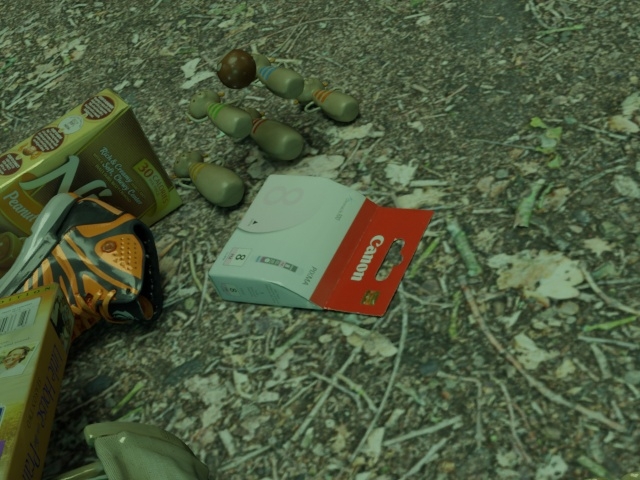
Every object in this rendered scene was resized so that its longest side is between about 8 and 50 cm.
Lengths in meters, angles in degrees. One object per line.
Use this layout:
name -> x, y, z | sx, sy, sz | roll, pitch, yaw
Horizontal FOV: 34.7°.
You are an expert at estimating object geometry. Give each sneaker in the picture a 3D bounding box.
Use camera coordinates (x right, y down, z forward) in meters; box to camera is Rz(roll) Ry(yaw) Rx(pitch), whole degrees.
sneaker -> -0.311, 0.095, 1.280 | 0.180, 0.124, 0.321 | 18, 72, 14

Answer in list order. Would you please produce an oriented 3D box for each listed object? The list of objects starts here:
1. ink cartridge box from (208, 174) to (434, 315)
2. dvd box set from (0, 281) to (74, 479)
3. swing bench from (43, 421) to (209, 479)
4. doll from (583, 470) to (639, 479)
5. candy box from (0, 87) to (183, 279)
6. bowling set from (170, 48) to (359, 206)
ink cartridge box -> 0.000, 0.000, 1.285 | 0.232, 0.066, 0.189 | 1, 45, 33
dvd box set -> -0.417, 0.204, 1.017 | 0.307, 0.062, 0.420 | -18, 26, 1
swing bench -> -0.193, 0.318, 0.940 | 0.254, 0.165, 0.253 | -32, 39, -10
doll -> 0.259, 0.287, 0.842 | 0.129, 0.046, 0.189 | -9, 47, 4
candy box -> -0.369, -0.045, 1.415 | 0.316, 0.183, 0.087 | -35, 40, -13
bowling set -> -0.102, -0.206, 1.460 | 0.287, 0.200, 0.154 | -35, 39, -19
